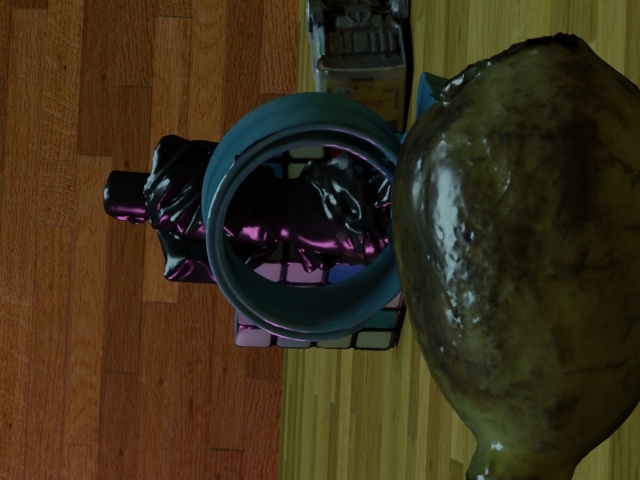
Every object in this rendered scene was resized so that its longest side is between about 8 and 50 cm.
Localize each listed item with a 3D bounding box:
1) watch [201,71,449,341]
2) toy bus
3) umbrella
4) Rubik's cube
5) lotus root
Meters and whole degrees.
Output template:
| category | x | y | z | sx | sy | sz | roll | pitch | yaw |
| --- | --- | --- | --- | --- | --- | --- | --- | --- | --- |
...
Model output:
| category | x | y | z | sx | sy | sz | roll | pitch | yaw |
| --- | --- | --- | --- | --- | --- | --- | --- | --- | --- |
| watch | 0.010 | -0.028 | 1.425 | 0.211 | 0.193 | 0.211 | -179 | 90 | -84 |
| toy bus | 0.032 | -0.229 | 1.910 | 0.342 | 0.097 | 0.138 | -95 | 3 | -52 |
| umbrella | -0.045 | -0.025 | 1.617 | 0.110 | 0.272 | 0.122 | -88 | 2 | -47 |
| Rubik's cube | 0.000 | 0.000 | 1.763 | 0.155 | 0.154 | 0.151 | 99 | 172 | -57 |
| lotus root | 0.093 | 0.015 | 0.830 | 0.138 | 0.138 | 0.214 | -177 | 89 | -85 |
